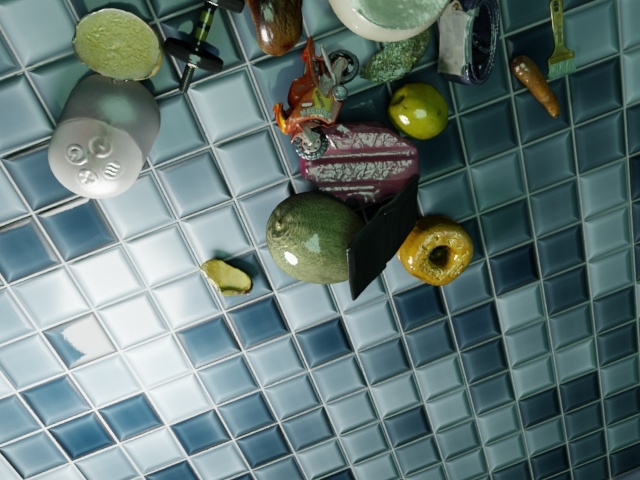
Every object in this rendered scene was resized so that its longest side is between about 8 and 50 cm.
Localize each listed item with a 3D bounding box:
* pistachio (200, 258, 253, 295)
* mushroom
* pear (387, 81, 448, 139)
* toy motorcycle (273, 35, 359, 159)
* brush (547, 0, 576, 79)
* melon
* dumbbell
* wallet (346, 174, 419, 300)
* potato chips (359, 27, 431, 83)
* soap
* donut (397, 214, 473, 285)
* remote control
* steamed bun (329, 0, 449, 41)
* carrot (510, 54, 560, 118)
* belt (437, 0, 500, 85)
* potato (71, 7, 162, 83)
[{"bbox_3d":[-0.278,0.112,1.773,0.173,0.049,0.089,30,84,-23],"label":"pistachio"},{"bbox_3d":[-0.097,-0.541,1.397,0.138,0.194,0.231,-15,130,-4],"label":"mushroom"},{"bbox_3d":[0.260,-0.342,1.605,0.162,0.149,0.148,19,111,-28],"label":"pear"},{"bbox_3d":[-0.017,-0.352,1.509,0.171,0.089,0.297,21,85,9],"label":"toy motorcycle"},{"bbox_3d":[0.653,-0.552,1.662,0.083,0.010,0.218,-19,119,-3],"label":"brush"},{"bbox_3d":[0.000,0.000,1.662,0.329,0.248,0.248,26,110,-41],"label":"melon"},{"bbox_3d":[-0.269,-0.497,1.407,0.143,0.143,0.325,17,112,-20],"label":"dumbbell"},{"bbox_3d":[0.172,-0.012,1.632,0.323,0.041,0.247,-49,150,-27],"label":"wallet"},{"bbox_3d":[0.184,-0.511,1.568,0.202,0.029,0.219,10,112,-21],"label":"potato chips"},{"bbox_3d":[0.110,-0.216,1.640,0.325,0.127,0.220,-1,114,-7],"label":"soap"},{"bbox_3d":[0.350,0.030,1.837,0.227,0.113,0.226,-5,116,-10],"label":"donut"},{"bbox_3d":[-0.532,-0.253,1.497,0.221,0.103,0.332,23,108,-24],"label":"remote control"},{"bbox_3d":[0.159,-0.627,1.399,0.325,0.206,0.324,-4,114,-10],"label":"steamed bun"},{"bbox_3d":[0.610,-0.425,1.696,0.059,0.059,0.248,-45,120,12],"label":"carrot"},{"bbox_3d":[0.369,-0.517,1.555,0.140,0.126,0.230,-20,121,-29],"label":"belt"},{"bbox_3d":[-0.464,-0.446,1.413,0.201,0.081,0.163,14,99,-5],"label":"potato"}]
